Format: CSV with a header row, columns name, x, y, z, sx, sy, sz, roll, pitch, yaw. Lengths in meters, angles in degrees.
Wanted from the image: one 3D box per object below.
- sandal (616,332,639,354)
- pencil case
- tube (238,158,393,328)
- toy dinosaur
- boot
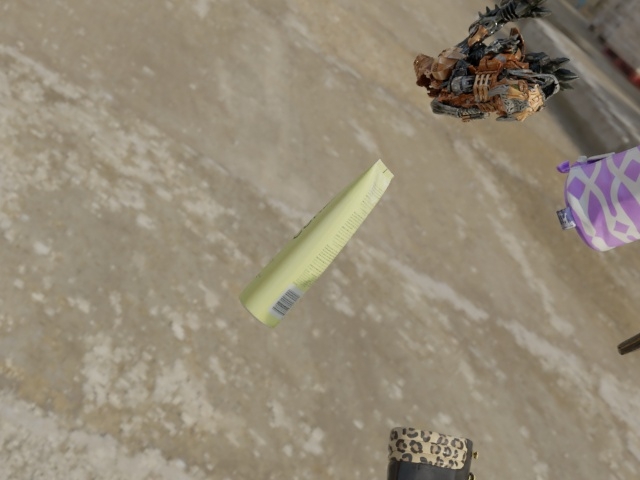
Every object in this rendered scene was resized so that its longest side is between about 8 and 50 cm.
name,x,y,z,sx,sy,sz,roll,pitch,yaw
sandal,0.442,0.064,1.209,0.090,0.219,0.060,-7,55,-43
pencil case,0.301,-0.059,0.823,0.086,0.206,0.088,-11,81,-57
tube,0.000,0.000,1.207,0.062,0.240,0.070,40,5,-25
toy dinosaur,0.225,-0.245,1.393,0.322,0.218,0.164,43,-19,41
boot,0.227,0.487,1.687,0.377,0.138,0.284,23,63,-35
